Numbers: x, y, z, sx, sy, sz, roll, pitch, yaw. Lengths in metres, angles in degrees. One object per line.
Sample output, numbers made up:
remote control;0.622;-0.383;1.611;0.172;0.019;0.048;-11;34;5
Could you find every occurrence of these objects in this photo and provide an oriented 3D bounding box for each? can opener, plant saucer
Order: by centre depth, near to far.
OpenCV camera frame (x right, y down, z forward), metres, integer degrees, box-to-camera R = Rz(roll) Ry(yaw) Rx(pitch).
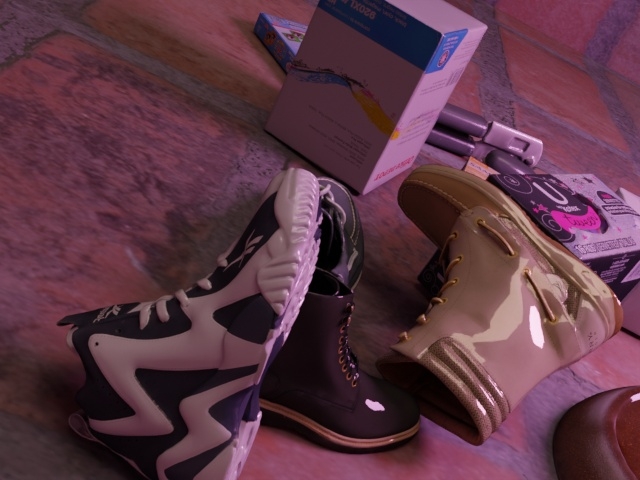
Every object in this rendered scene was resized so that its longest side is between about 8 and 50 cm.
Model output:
plant saucer;0.378;0.235;0.818;0.311;0.050;0.310;12;29;-7
can opener;0.234;-0.164;1.367;0.280;0.074;0.093;21;30;-15

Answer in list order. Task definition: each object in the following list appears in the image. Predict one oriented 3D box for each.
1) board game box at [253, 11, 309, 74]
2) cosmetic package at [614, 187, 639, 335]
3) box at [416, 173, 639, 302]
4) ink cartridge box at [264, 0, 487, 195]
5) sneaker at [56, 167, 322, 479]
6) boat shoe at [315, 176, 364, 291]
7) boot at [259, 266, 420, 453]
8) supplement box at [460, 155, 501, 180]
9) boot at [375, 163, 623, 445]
board game box;0.003;-0.287;1.395;0.160;0.039;0.211;6;35;-36
cosmetic package;0.585;0.096;1.241;0.377;0.097;0.284;28;30;-3
box;0.261;0.021;0.995;0.247;0.163;0.142;-6;46;-48
ink cartridge box;0.070;-0.211;1.128;0.168;0.232;0.171;35;29;14
sneaker;-0.098;0.047;0.585;0.153;0.234;0.094;19;9;6
boat shoe;0.000;0.000;0.859;0.116;0.099;0.319;27;28;-3
boot;0.020;0.092;0.687;0.198;0.137;0.077;15;31;-27
supplement box;0.232;-0.082;1.270;0.062;0.036;0.098;31;28;2
boot;0.120;0.050;0.817;0.203;0.095;0.262;-34;61;-23
